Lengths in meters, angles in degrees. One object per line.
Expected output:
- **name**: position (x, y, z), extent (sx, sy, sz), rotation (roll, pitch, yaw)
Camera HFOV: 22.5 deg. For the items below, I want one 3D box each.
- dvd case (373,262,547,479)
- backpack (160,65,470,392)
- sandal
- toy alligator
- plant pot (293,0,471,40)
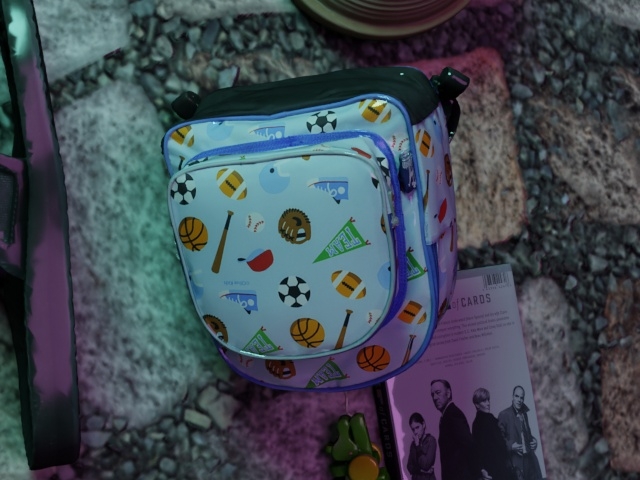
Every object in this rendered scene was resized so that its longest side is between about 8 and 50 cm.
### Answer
- **dvd case**: position (0.134, 0.150, 1.595), extent (0.179, 0.029, 0.238), rotation (-7, 86, -32)
- **backpack**: position (0.000, 0.000, 1.395), extent (0.213, 0.276, 0.263), rotation (-54, 134, -57)
- **sandal**: position (-0.265, -0.035, 1.305), extent (0.107, 0.167, 0.445), rotation (-5, 85, -15)
- **toy alligator**: position (0.029, 0.206, 1.512), extent (0.051, 0.056, 0.189), rotation (-21, 95, 8)
- **plant pot**: position (0.066, -0.312, 1.525), extent (0.237, 0.110, 0.237), rotation (0, 91, -8)
